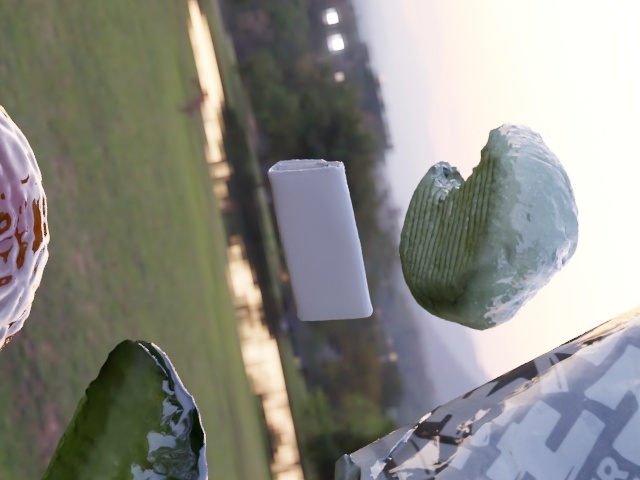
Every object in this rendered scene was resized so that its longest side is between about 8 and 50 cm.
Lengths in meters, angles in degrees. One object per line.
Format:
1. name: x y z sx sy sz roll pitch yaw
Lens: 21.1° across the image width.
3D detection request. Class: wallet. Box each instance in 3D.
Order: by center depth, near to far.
1. wallet: 0.000 0.000 1.264 0.025 0.061 0.122 -47 131 -57

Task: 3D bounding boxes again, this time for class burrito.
1. burrito: 0.177 0.116 1.067 0.139 0.445 0.101 38 -42 30

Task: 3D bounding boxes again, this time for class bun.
1. bun: 0.173 -0.011 1.671 0.212 0.127 0.203 26 -86 65

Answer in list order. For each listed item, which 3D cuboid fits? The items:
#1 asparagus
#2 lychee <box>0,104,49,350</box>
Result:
1. asparagus: -0.157 0.235 1.058 0.108 0.128 0.381 38 -77 51
2. lychee: -0.296 -0.007 1.068 0.255 0.255 0.300 75 6 -47
